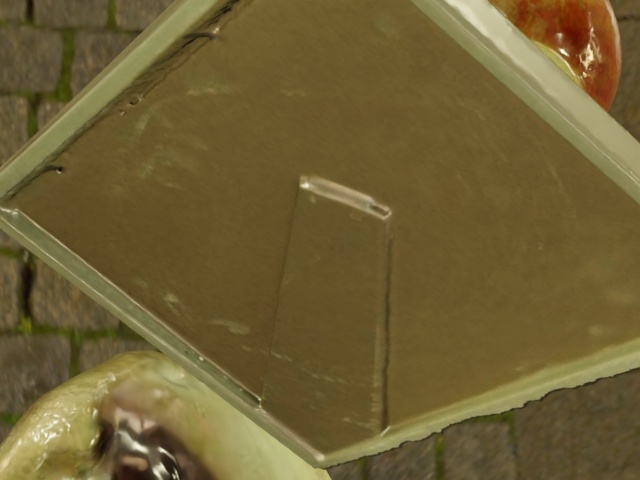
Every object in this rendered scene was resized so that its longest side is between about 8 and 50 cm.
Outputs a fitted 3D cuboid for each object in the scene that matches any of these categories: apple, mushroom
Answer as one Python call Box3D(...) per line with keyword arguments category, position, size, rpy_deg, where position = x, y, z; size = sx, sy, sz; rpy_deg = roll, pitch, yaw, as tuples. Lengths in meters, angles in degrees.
Box3D(category="apple", position=(0.096, -0.125, 0.964), size=(0.195, 0.173, 0.160), rpy_deg=(-12, 64, 28))
Box3D(category="mushroom", position=(-0.154, 0.201, 0.991), size=(0.217, 0.292, 0.212), rpy_deg=(-26, 87, 30))

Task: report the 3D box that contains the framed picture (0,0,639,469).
Box3D(category="framed picture", position=(0.000, -0.001, 0.523), size=(0.192, 0.265, 0.018), rpy_deg=(41, 55, -15))
